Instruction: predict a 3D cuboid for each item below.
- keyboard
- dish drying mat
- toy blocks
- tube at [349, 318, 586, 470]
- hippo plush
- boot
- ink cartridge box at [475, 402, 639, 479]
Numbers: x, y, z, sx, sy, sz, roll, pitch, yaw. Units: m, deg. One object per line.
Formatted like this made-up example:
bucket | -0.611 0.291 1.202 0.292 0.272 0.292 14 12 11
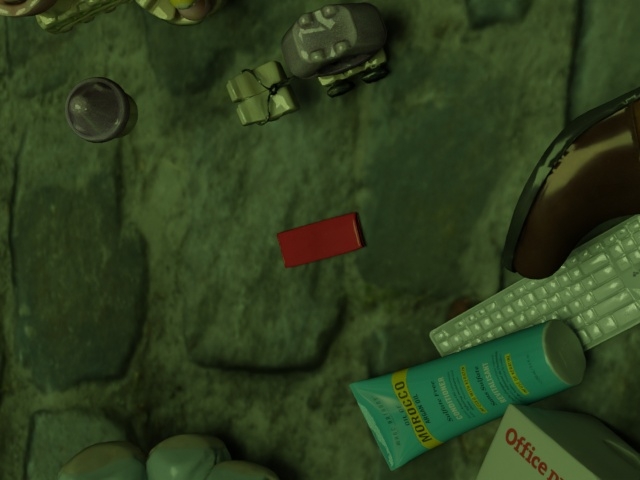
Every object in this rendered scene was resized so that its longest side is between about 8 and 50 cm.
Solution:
keyboard | 0.196 0.047 1.101 0.256 0.014 0.072 -33 80 33
dish drying mat | 0.000 0.000 1.224 0.083 0.008 0.032 -15 89 35
toy blocks | -0.140 -0.230 1.079 0.288 0.260 0.309 -22 86 10
tube | 0.113 0.119 1.140 0.207 0.052 0.080 -28 82 40
hippo plush | -0.120 0.331 1.277 0.294 0.234 0.237 36 148 39
boot | 0.296 -0.006 0.985 0.280 0.096 0.264 42 100 15
ink cartridge box | 0.169 0.243 1.061 0.148 0.085 0.203 39 113 56
